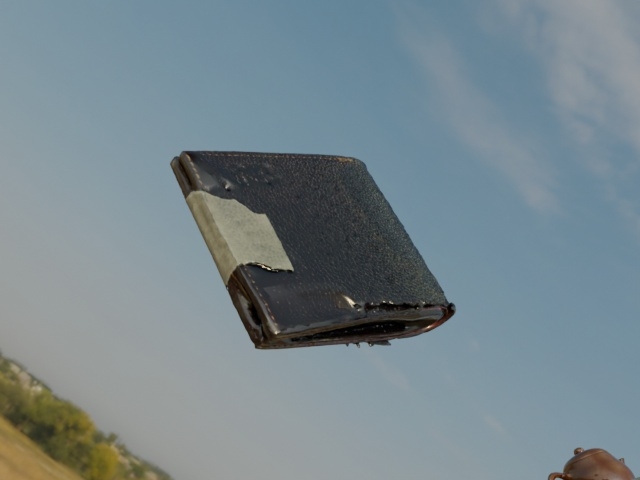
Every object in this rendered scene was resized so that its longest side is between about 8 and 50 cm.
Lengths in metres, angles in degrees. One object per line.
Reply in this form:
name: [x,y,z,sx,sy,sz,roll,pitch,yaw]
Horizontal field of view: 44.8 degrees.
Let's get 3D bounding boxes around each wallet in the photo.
wallet: [0.000,0.000,0.777,0.071,0.262,0.221,-47,-122,36]

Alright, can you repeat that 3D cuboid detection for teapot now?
teapot: [0.421,0.371,1.204,0.173,0.116,0.116,-1,-4,-27]

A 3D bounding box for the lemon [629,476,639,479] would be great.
lemon: [0.281,0.268,0.594,0.206,0.173,0.173,12,-24,4]
